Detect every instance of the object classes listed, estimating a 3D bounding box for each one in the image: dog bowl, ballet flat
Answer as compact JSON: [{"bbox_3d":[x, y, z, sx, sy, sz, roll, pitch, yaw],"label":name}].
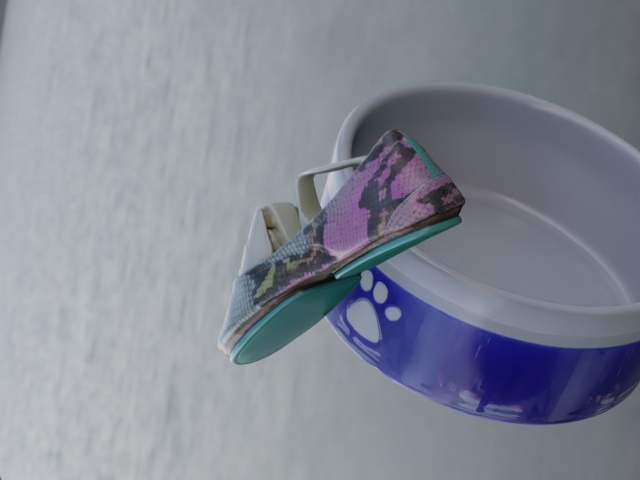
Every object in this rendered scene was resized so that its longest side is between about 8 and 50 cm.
[{"bbox_3d":[0.126,0.002,1.037,0.265,0.265,0.104,-99,22,-52],"label":"dog bowl"},{"bbox_3d":[0.000,0.000,0.886,0.221,0.077,0.079,-38,73,46],"label":"ballet flat"}]

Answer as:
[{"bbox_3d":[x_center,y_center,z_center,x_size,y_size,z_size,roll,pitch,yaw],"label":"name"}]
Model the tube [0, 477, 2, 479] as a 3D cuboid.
[{"bbox_3d":[-0.254,0.154,0.997,0.052,0.080,0.207,92,153,-45],"label":"tube"}]
